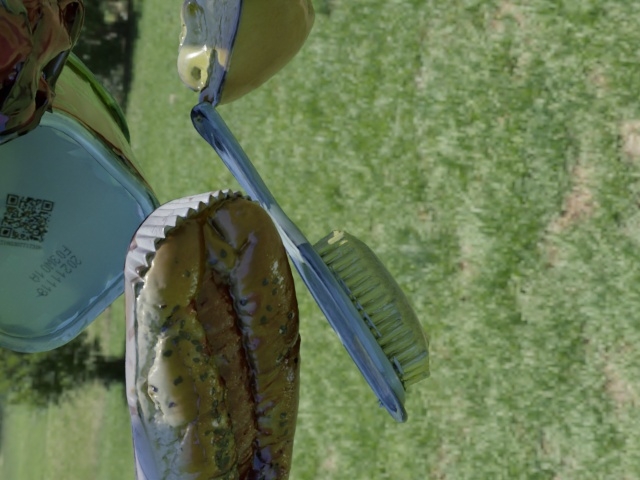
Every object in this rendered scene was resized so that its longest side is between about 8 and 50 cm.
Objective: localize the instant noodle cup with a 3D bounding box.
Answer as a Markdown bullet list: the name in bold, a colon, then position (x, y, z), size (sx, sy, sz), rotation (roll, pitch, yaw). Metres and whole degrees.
- **instant noodle cup**: position (-0.303, -0.058, 0.935), size (0.308, 0.294, 0.294), rotation (-140, 53, -58)

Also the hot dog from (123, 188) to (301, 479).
- **hot dog**: position (-0.071, 0.095, 0.657), size (0.075, 0.144, 0.268), rotation (13, 116, 43)

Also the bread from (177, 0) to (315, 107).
- **bread**: position (-0.076, -0.273, 1.085), size (0.174, 0.133, 0.252), rotation (57, 140, 40)

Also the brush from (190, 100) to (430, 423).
- **brush**: position (0.000, 0.000, 0.722), size (0.297, 0.060, 0.068), rotation (55, 167, 14)

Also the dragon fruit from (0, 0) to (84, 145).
- **dragon fruit**: position (-0.272, -0.198, 0.688), size (0.293, 0.233, 0.234), rotation (-64, 8, -14)
